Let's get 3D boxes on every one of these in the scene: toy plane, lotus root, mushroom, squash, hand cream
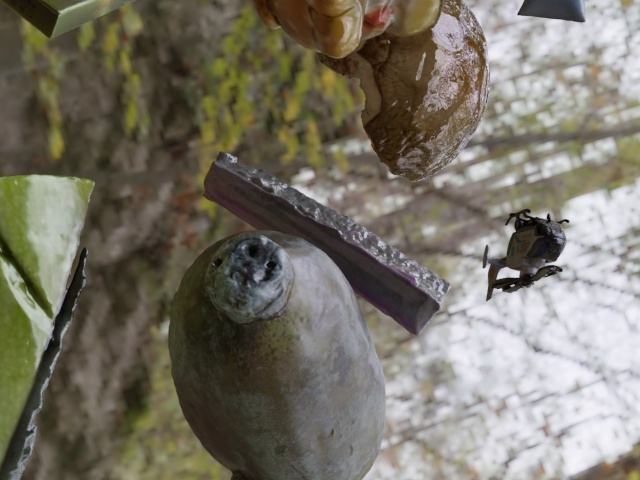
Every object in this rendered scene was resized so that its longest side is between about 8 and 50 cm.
[{"bbox_3d":[0.221,0.016,1.869,0.197,0.053,0.078,149,-48,-69],"label":"toy plane"},{"bbox_3d":[-0.035,0.100,1.405,0.175,0.175,0.349,51,-19,37],"label":"lotus root"},{"bbox_3d":[0.094,-0.199,2.115,0.302,0.208,0.233,-154,-102,-72],"label":"mushroom"},{"bbox_3d":[-0.248,0.138,1.173,0.234,0.210,0.308,-33,-113,58],"label":"squash"},{"bbox_3d":[0.234,-0.281,1.605,0.065,0.170,0.043,9,-23,19],"label":"hand cream"}]

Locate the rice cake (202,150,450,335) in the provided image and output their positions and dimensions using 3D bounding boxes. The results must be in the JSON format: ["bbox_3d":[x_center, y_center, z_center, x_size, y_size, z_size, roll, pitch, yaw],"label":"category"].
[{"bbox_3d":[0.000,0.000,1.508,0.270,0.049,0.055,33,-60,24],"label":"rice cake"}]

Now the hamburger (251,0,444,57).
[{"bbox_3d":[0.013,-0.306,1.764,0.261,0.186,0.302,89,-22,-51],"label":"hamburger"}]

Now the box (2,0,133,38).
[{"bbox_3d":[-0.373,-0.363,2.010,0.311,0.173,0.043,38,-53,12],"label":"box"}]
